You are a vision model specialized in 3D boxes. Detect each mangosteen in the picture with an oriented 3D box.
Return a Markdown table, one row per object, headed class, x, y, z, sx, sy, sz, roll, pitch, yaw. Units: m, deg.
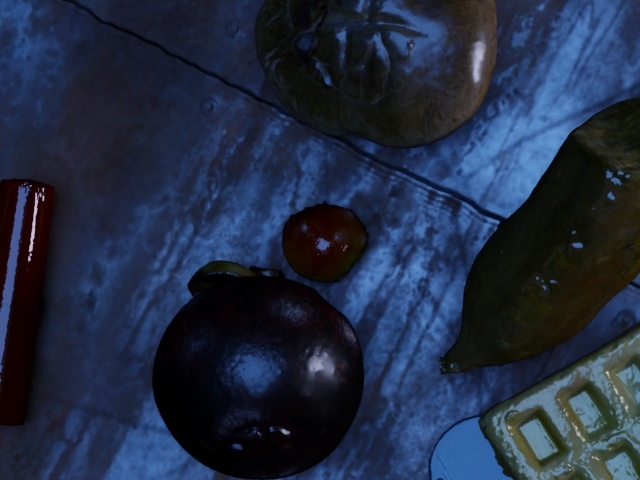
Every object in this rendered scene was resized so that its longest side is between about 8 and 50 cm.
| class | x | y | z | sx | sy | sz | roll | pitch | yaw |
| --- | --- | --- | --- | --- | --- | --- | --- | --- | --- |
| mangosteen | -0.065 | 0.125 | 1.659 | 0.228 | 0.228 | 0.265 | -12 | 41 | 9 |

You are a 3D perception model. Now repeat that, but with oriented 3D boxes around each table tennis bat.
| class | x | y | z | sx | sy | sz | roll | pitch | yaw |
| --- | --- | --- | --- | --- | --- | --- | --- | --- | --- |
| table tennis bat | 0.156 | 0.252 | 1.690 | 0.155 | 0.019 | 0.100 | -33 | 80 | 4 |

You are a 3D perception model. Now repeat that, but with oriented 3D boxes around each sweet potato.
| class | x | y | z | sx | sy | sz | roll | pitch | yaw |
| --- | --- | --- | --- | --- | --- | --- | --- | --- | --- |
| sweet potato | 0.260 | 0.006 | 1.631 | 0.158 | 0.158 | 0.370 | 38 | 107 | 11 |

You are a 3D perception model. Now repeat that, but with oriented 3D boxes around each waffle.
| class | x | y | z | sx | sy | sz | roll | pitch | yaw |
| --- | --- | --- | --- | --- | --- | --- | --- | --- | --- |
| waffle | 0.319 | 0.192 | 1.640 | 0.274 | 0.057 | 0.168 | -31 | 81 | 3 |

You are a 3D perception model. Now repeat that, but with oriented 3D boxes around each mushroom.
| class | x | y | z | sx | sy | sz | roll | pitch | yaw |
| --- | --- | --- | --- | --- | --- | --- | --- | --- | --- |
| mushroom | 0.059 | -0.226 | 1.692 | 0.278 | 0.146 | 0.278 | -1 | 86 | 17 |

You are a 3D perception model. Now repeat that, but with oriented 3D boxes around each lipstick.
| class | x | y | z | sx | sy | sz | roll | pitch | yaw |
| --- | --- | --- | --- | --- | --- | --- | --- | --- | --- |
| lipstick | -0.351 | 0.068 | 1.771 | 0.073 | 0.073 | 0.280 | 7 | 87 | 11 |

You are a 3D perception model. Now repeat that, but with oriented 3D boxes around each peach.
| class | x | y | z | sx | sy | sz | roll | pitch | yaw |
| --- | --- | --- | --- | --- | --- | --- | --- | --- | --- |
| peach | 0.001 | 0.001 | 1.720 | 0.098 | 0.061 | 0.098 | 0 | 91 | 11 |
